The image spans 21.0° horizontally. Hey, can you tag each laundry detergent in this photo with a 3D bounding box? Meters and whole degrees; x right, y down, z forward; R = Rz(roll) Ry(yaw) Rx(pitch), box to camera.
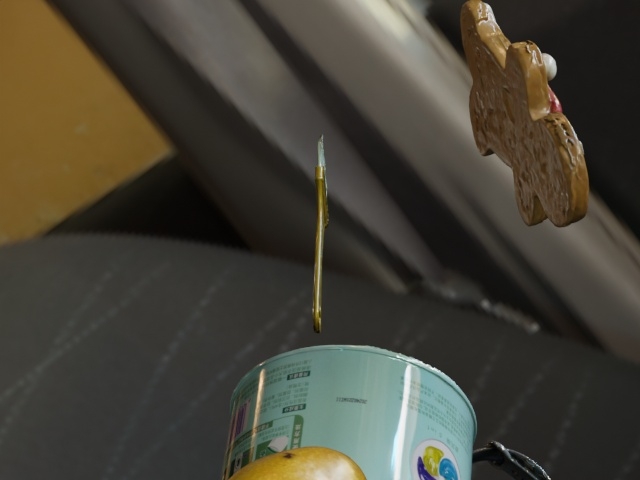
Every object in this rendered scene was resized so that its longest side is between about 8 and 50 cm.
[{"bbox_3d":[0.021,0.317,1.873,0.287,0.287,0.305,-31,37,37],"label":"laundry detergent"}]

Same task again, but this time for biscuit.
[{"bbox_3d":[0.230,-0.124,1.884,0.047,0.216,0.339,-14,27,-9],"label":"biscuit"}]

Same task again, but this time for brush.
[{"bbox_3d":[0.000,0.000,1.742,0.010,0.082,0.218,-1,52,4],"label":"brush"}]

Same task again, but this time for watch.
[{"bbox_3d":[0.244,0.379,2.363,0.193,0.206,0.068,-9,-24,-11],"label":"watch"}]

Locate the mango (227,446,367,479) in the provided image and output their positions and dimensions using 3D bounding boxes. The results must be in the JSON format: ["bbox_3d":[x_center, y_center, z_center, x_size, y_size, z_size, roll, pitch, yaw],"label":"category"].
[{"bbox_3d":[-0.015,0.243,1.155,0.262,0.157,0.109,-90,21,-59],"label":"mango"}]
